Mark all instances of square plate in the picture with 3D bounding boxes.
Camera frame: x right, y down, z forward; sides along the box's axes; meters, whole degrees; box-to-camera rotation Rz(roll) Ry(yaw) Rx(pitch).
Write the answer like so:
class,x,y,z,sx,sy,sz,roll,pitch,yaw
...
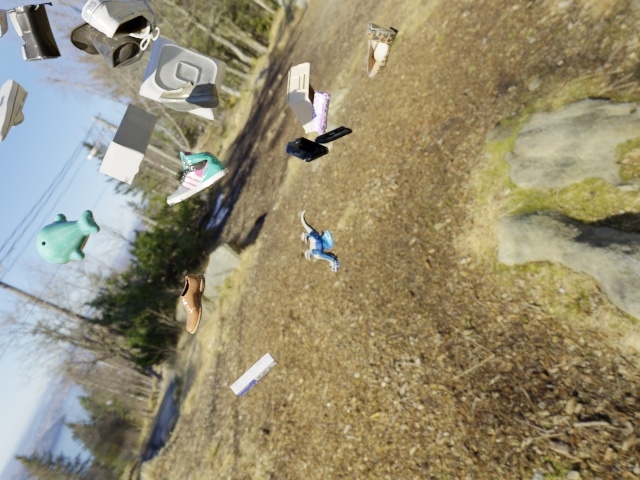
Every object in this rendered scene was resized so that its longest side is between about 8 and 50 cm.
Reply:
class,x,y,z,sx,sy,sz,roll,pitch,yaw
square plate,-0.627,-0.768,2.161,0.049,0.344,0.347,-34,46,58

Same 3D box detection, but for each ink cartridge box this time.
class,x,y,z,sx,sy,sz,roll,pitch,yaw
ink cartridge box,-0.279,0.573,1.980,0.207,0.046,0.097,-41,-22,-10

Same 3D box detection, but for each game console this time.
class,x,y,z,sx,sy,sz,roll,pitch,yaw
game console,0.013,-0.496,2.329,0.361,0.044,0.213,-29,40,-26

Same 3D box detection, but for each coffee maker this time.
class,x,y,z,sx,sy,sz,roll,pitch,yaw
coffee maker,-1.026,-0.748,1.678,0.171,0.178,0.120,8,29,38

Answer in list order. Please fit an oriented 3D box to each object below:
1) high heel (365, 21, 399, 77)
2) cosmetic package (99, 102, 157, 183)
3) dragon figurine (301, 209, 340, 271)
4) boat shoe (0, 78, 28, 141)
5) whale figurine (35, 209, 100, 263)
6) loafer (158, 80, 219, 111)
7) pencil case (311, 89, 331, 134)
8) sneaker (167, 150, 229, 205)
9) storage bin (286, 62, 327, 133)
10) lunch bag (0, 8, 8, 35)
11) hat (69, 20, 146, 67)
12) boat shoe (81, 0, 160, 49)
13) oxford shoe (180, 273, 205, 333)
class,x,y,z,sx,sy,sz,roll,pitch,yaw
high heel,0.187,-0.652,1.616,0.261,0.093,0.186,-36,-23,-57
cosmetic package,-0.583,-0.299,1.419,0.127,0.107,0.238,-51,27,31
dragon figurine,0.000,0.000,1.977,0.085,0.144,0.289,-165,61,-73
boat shoe,-1.163,-0.473,1.739,0.096,0.088,0.268,-15,64,21
whale figurine,-1.019,-0.016,1.860,0.272,0.216,0.141,-30,-7,15
loafer,-0.485,-0.541,1.728,0.094,0.251,0.087,32,-117,-71
pencil case,0.004,-0.647,2.335,0.088,0.086,0.206,-133,44,-54
sneaker,-0.553,-0.283,1.950,0.295,0.178,0.124,-29,9,7
storage bin,-0.064,-0.757,2.472,0.123,0.262,0.260,-8,62,21
lunch bag,-1.048,-0.699,1.498,0.071,0.053,0.083,-102,21,-50
hat,-0.764,-0.746,1.768,0.331,0.134,0.331,-20,4,1
boat shoe,-0.595,-0.706,1.512,0.136,0.156,0.367,-44,11,22
oxford shoe,-0.465,0.225,1.652,0.076,0.076,0.212,-1,84,50
